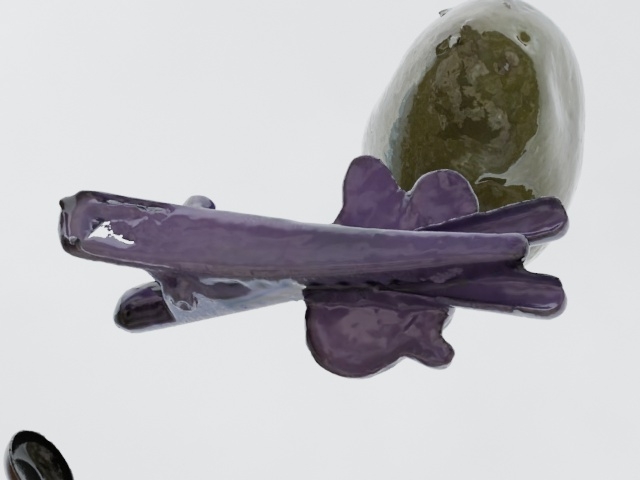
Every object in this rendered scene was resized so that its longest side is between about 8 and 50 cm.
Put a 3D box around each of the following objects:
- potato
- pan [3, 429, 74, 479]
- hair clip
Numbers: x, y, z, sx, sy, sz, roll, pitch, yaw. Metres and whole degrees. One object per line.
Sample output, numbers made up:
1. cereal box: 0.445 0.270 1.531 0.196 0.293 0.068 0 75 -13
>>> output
1. potato: 0.108 -0.068 1.074 0.160 0.178 0.235 -6 -27 -2
2. pan: -0.207 0.197 1.177 0.023 0.068 0.115 -38 -117 18
3. hair clip: -0.003 0.007 0.877 0.278 0.137 0.090 4 -30 5
